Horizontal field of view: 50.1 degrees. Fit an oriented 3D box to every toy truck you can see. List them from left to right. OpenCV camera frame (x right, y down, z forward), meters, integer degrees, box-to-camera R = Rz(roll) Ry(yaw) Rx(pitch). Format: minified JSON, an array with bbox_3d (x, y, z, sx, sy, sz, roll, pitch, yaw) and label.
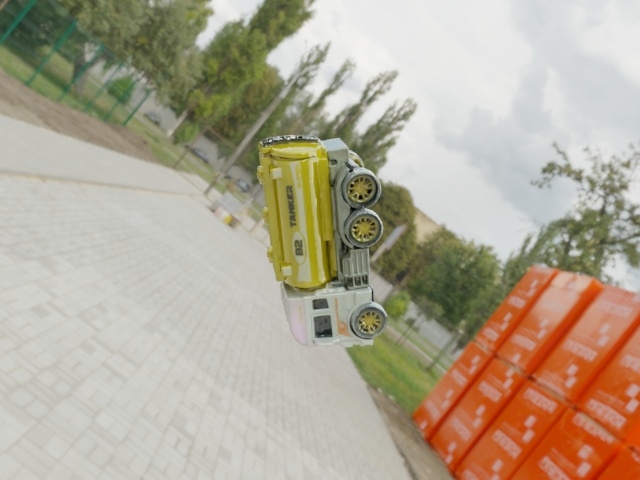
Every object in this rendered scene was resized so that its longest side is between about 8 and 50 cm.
[{"bbox_3d":[0.000,0.000,0.707,0.098,0.114,0.227,-115,-162,-68],"label":"toy truck"}]
